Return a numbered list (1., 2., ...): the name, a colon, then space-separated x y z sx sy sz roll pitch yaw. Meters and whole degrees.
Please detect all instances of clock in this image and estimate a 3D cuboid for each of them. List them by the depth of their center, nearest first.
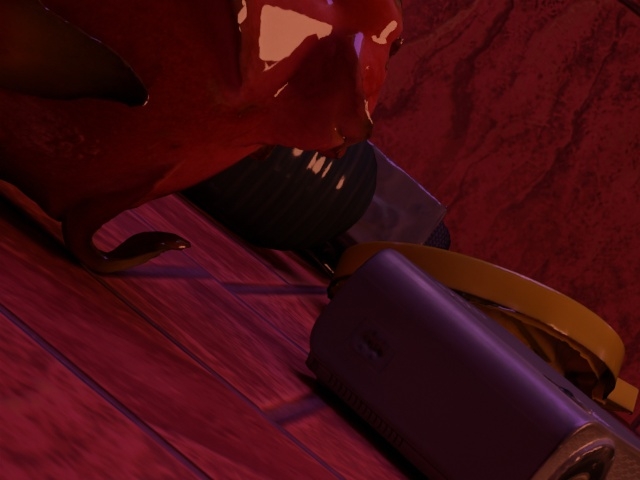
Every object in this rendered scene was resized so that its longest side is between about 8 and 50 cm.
1. clock: 0.149 0.067 1.709 0.277 0.071 0.293 12 -17 28

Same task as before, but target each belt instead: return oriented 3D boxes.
1. belt: 0.023 -0.027 1.974 0.230 0.126 0.139 43 -25 -6

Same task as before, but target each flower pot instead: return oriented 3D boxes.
1. flower pot: -0.061 -0.092 1.784 0.243 0.157 0.189 38 5 -12

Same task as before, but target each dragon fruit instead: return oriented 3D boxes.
1. dragon fruit: -0.094 -0.123 1.056 0.226 0.305 0.305 45 2 -20

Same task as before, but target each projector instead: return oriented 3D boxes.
1. projector: 0.123 0.128 1.292 0.198 0.108 0.250 40 3 30
